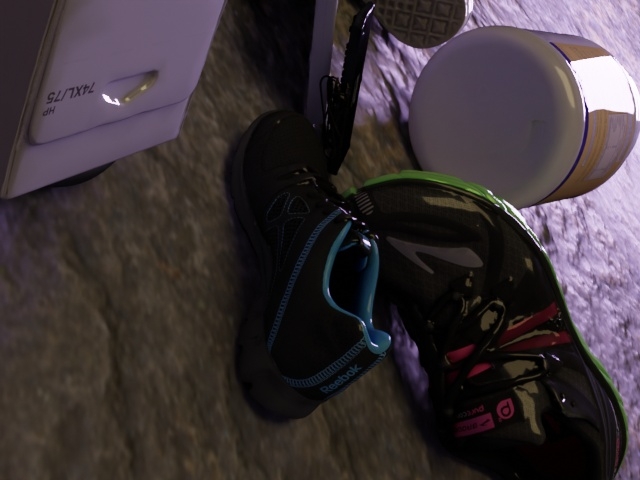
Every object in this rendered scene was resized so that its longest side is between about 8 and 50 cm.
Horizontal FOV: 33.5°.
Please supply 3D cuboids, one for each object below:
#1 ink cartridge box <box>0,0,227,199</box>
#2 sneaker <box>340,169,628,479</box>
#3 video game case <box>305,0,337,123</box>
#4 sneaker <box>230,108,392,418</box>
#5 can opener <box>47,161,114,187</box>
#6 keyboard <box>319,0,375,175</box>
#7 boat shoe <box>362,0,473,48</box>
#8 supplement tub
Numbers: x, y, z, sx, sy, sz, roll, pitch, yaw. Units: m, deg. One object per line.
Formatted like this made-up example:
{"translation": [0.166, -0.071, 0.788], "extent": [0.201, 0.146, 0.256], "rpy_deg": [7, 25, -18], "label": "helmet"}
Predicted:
{"translation": [-0.224, -0.195, 0.732], "extent": [0.270, 0.197, 0.198], "rpy_deg": [33, 29, 15], "label": "ink cartridge box"}
{"translation": [0.190, 0.122, 1.158], "extent": [0.483, 0.185, 0.202], "rpy_deg": [49, 30, -15], "label": "sneaker"}
{"translation": [0.010, -0.308, 1.263], "extent": [0.025, 0.204, 0.285], "rpy_deg": [6, 49, -1], "label": "video game case"}
{"translation": [0.000, 0.000, 1.034], "extent": [0.125, 0.140, 0.340], "rpy_deg": [25, 46, -40], "label": "sneaker"}
{"translation": [-0.246, -0.070, 0.815], "extent": [0.095, 0.076, 0.283], "rpy_deg": [57, 34, -3], "label": "can opener"}
{"translation": [0.021, -0.169, 1.195], "extent": [0.038, 0.192, 0.100], "rpy_deg": [14, 33, 8], "label": "keyboard"}
{"translation": [0.045, -0.489, 1.443], "extent": [0.500, 0.187, 0.156], "rpy_deg": [51, 29, -24], "label": "boat shoe"}
{"translation": [0.295, -0.169, 1.470], "extent": [0.331, 0.241, 0.241], "rpy_deg": [-11, 74, -56], "label": "supplement tub"}
